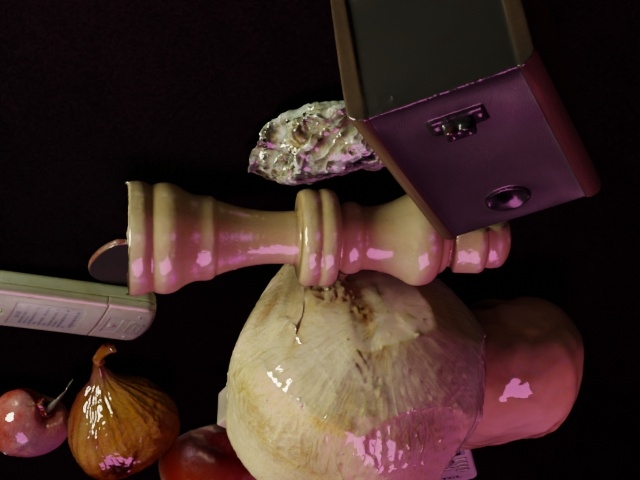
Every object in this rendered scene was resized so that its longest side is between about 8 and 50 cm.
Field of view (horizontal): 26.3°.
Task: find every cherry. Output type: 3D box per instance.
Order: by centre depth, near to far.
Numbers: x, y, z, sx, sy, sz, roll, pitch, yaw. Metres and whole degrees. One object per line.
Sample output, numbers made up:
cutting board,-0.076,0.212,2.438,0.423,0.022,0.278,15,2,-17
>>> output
cherry,-0.382,0.242,1.793,0.106,0.087,0.126,10,144,-20

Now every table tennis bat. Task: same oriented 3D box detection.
table tennis bat,-0.196,0.013,1.504,0.087,0.013,0.156,14,145,-33

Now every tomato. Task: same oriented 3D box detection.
tomato,-0.080,0.378,2.055,0.338,0.144,0.338,-7,150,-4

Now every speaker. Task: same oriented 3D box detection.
speaker,0.123,-0.132,1.138,0.153,0.192,0.231,-18,150,16

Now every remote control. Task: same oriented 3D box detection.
remote control,-0.306,0.073,1.558,0.233,0.038,0.098,8,150,-24
remote control,0.199,0.346,2.174,0.087,0.029,0.190,-10,151,5

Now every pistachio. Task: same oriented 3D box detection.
pistachio,0.216,0.175,1.717,0.187,0.187,0.299,5,154,-21

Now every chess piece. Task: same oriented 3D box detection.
chess piece,0.000,0.000,1.403,0.397,0.117,0.117,1,150,-9

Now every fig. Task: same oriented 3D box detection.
fig,-0.272,0.207,1.748,0.146,0.133,0.201,-42,131,-24

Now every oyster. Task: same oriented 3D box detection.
oyster,0.013,-0.087,1.325,0.125,0.064,0.177,13,155,-41

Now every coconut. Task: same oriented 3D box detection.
coconut,0.044,0.150,1.526,0.297,0.297,0.254,5,134,-21

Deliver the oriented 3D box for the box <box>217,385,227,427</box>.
box,-0.017,0.223,1.806,0.201,0.058,0.141,26,128,-24
